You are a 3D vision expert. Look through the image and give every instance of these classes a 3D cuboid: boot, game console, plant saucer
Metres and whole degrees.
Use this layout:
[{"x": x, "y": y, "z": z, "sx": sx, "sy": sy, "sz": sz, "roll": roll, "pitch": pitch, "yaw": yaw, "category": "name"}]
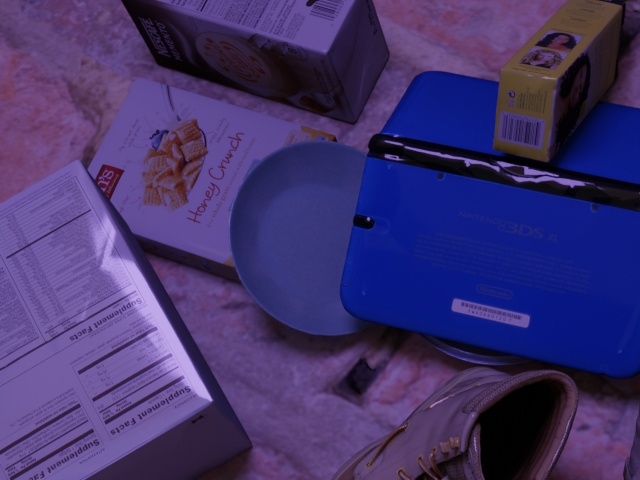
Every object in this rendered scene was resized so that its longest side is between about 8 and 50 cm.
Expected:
[{"x": 0.097, "y": 0.207, "z": 1.298, "sx": 0.262, "sy": 0.203, "sz": 0.095, "roll": -41, "pitch": 94, "yaw": -13, "category": "boot"}, {"x": 0.194, "y": -0.024, "z": 1.463, "sx": 0.293, "sy": 0.173, "sz": 0.250, "roll": 12, "pitch": 94, "yaw": 15, "category": "game console"}, {"x": 0.000, "y": 0.000, "z": 1.495, "sx": 0.194, "sy": 0.037, "sz": 0.195, "roll": 4, "pitch": 76, "yaw": -17, "category": "plant saucer"}]

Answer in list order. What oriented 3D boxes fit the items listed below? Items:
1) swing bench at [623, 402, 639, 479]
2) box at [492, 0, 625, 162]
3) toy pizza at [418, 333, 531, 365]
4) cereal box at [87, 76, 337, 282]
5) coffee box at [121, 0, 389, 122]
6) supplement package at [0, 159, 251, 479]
[{"x": 0.342, "y": 0.092, "z": 1.227, "sx": 0.165, "sy": 0.253, "sz": 0.255, "roll": 18, "pitch": 40, "yaw": 21, "category": "swing bench"}, {"x": 0.231, "y": -0.159, "z": 1.460, "sx": 0.058, "sy": 0.087, "sz": 0.232, "roll": 14, "pitch": 32, "yaw": 20, "category": "box"}, {"x": 0.169, "y": 0.032, "z": 1.469, "sx": 0.201, "sy": 0.032, "sz": 0.201, "roll": -3, "pitch": 60, "yaw": 6, "category": "toy pizza"}, {"x": -0.121, "y": -0.061, "z": 1.578, "sx": 0.240, "sy": 0.047, "sz": 0.173, "roll": 17, "pitch": 69, "yaw": 20, "category": "cereal box"}, {"x": -0.067, "y": -0.226, "z": 1.600, "sx": 0.246, "sy": 0.141, "sz": 0.098, "roll": 18, "pitch": 69, "yaw": 22, "category": "coffee box"}, {"x": -0.223, "y": 0.109, "z": 1.406, "sx": 0.198, "sy": 0.199, "sz": 0.263, "roll": -30, "pitch": 70, "yaw": -3, "category": "supplement package"}]
